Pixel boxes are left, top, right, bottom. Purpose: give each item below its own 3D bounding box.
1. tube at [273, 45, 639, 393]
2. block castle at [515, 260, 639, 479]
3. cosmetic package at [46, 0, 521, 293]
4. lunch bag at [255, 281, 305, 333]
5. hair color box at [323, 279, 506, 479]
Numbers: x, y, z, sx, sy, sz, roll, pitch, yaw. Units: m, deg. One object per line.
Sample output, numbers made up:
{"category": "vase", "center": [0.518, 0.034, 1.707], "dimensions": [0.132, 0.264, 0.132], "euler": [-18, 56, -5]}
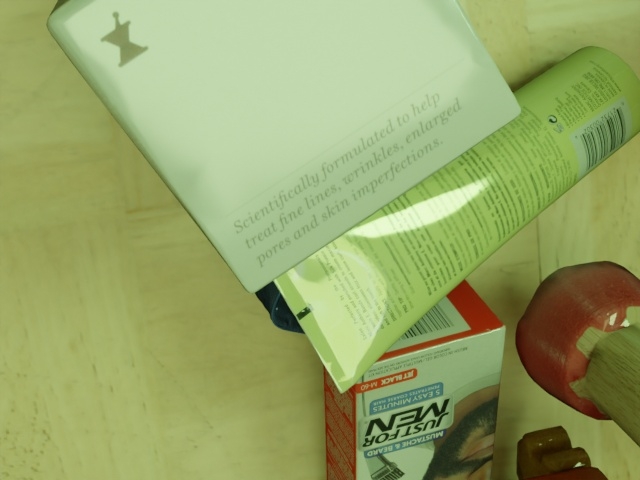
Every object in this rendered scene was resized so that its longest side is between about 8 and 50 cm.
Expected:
{"category": "tube", "center": [0.077, -0.025, 0.618], "dimensions": [0.240, 0.070, 0.062], "euler": [-36, 152, -21]}
{"category": "block castle", "center": [0.259, 0.231, 0.701], "dimensions": [0.303, 0.213, 0.453], "euler": [-5, 111, -14]}
{"category": "cosmetic package", "center": [-0.025, -0.098, 0.555], "dimensions": [0.151, 0.183, 0.151], "euler": [-34, 110, 2]}
{"category": "lunch bag", "center": [0.000, 0.000, 0.652], "dimensions": [0.067, 0.065, 0.098], "euler": [19, 107, -35]}
{"category": "hair color box", "center": [0.054, 0.112, 0.674], "dimensions": [0.093, 0.053, 0.167], "euler": [-14, 128, -17]}
